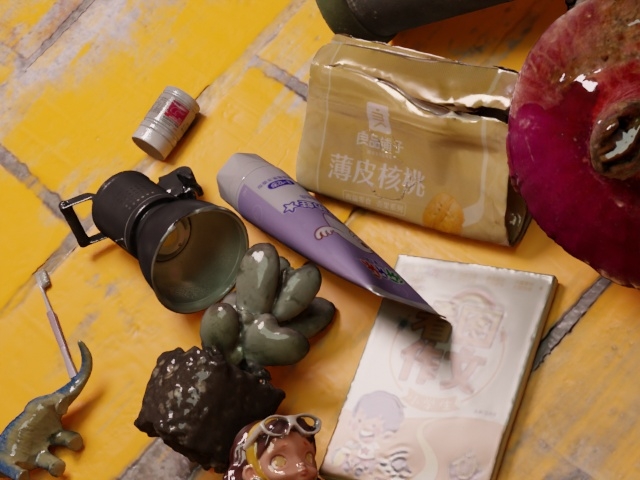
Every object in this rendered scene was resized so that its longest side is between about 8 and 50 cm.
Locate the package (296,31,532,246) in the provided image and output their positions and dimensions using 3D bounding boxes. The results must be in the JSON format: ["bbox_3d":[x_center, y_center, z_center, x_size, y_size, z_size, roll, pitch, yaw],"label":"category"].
[{"bbox_3d":[0.124,-0.146,1.732,0.311,0.165,0.221,18,70,34],"label":"package"}]

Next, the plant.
[{"bbox_3d":[-0.096,0.135,1.670,0.149,0.146,0.274,17,66,44],"label":"plant"}]

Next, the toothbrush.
[{"bbox_3d":[-0.353,0.111,1.892,0.017,0.014,0.194,-30,52,5],"label":"toothbrush"}]

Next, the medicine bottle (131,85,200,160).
[{"bbox_3d":[-0.215,-0.163,1.969,0.058,0.058,0.091,22,72,34],"label":"medicine bottle"}]

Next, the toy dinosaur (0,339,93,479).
[{"bbox_3d":[-0.389,0.233,1.805,0.188,0.075,0.248,12,72,39],"label":"toy dinosaur"}]

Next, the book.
[{"bbox_3d":[0.136,0.157,1.630,0.208,0.020,0.295,7,64,30],"label":"book"}]

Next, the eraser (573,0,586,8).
[{"bbox_3d":[0.431,-0.329,1.610,0.331,0.331,0.150,16,69,32],"label":"eraser"}]

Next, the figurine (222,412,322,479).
[{"bbox_3d":[-0.030,0.307,1.547,0.116,0.174,0.240,-51,50,47],"label":"figurine"}]

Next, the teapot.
[{"bbox_3d":[0.187,-0.375,1.802,0.337,0.270,0.200,-10,95,36],"label":"teapot"}]

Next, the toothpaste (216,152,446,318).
[{"bbox_3d":[0.000,0.000,1.729,0.371,0.125,0.080,39,102,43],"label":"toothpaste"}]

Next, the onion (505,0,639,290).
[{"bbox_3d":[0.347,-0.106,1.465,0.347,0.385,0.348,2,96,23],"label":"onion"}]

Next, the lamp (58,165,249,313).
[{"bbox_3d":[-0.209,-0.024,1.845,0.172,0.147,0.227,-38,43,-17],"label":"lamp"}]

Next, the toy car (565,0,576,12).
[{"bbox_3d":[0.335,-0.317,1.816,0.025,0.041,0.093,9,66,26],"label":"toy car"}]
